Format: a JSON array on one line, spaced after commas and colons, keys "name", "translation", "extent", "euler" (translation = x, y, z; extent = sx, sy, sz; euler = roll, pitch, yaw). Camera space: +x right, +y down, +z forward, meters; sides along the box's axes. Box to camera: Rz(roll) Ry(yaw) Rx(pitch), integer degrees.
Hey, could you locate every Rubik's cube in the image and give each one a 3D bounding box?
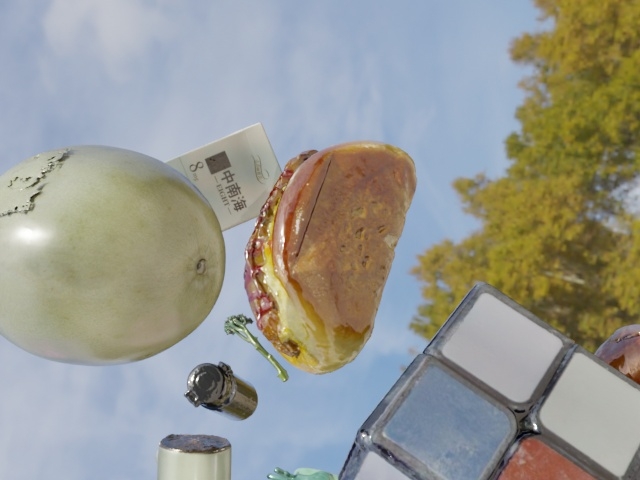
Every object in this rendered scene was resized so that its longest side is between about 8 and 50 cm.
[{"name": "Rubik's cube", "translation": [0.225, 0.307, 1.328], "extent": [0.316, 0.313, 0.318], "euler": [-47, -16, -32]}]

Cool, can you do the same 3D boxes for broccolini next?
[{"name": "broccolini", "translation": [-0.121, 0.189, 1.782], "extent": [0.054, 0.194, 0.052], "euler": [-41, -42, -4]}]

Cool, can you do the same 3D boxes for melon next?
[{"name": "melon", "translation": [-0.279, 0.015, 1.178], "extent": [0.268, 0.330, 0.268], "euler": [-23, -64, -59]}]

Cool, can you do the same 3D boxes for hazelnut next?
[{"name": "hazelnut", "translation": [0.498, 0.214, 1.496], "extent": [0.182, 0.182, 0.182], "euler": [-35, -48, -50]}]

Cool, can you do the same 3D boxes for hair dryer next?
[{"name": "hair dryer", "translation": [-0.253, 0.434, 1.798], "extent": [0.128, 0.362, 0.203], "euler": [1, -88, -18]}]

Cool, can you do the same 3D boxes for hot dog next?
[{"name": "hot dog", "translation": [0.000, 0.001, 1.597], "extent": [0.223, 0.185, 0.405], "euler": [29, -119, -20]}]

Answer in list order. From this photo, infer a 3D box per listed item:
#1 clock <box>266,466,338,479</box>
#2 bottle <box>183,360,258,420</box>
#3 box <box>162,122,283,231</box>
[{"name": "clock", "translation": [0.009, 0.437, 1.667], "extent": [0.159, 0.211, 0.066], "euler": [116, 176, -65]}, {"name": "bottle", "translation": [-0.156, 0.244, 1.600], "extent": [0.082, 0.072, 0.244], "euler": [-44, -16, -4]}, {"name": "box", "translation": [-0.184, -0.090, 1.714], "extent": [0.067, 0.243, 0.155], "euler": [-167, 55, -81]}]
